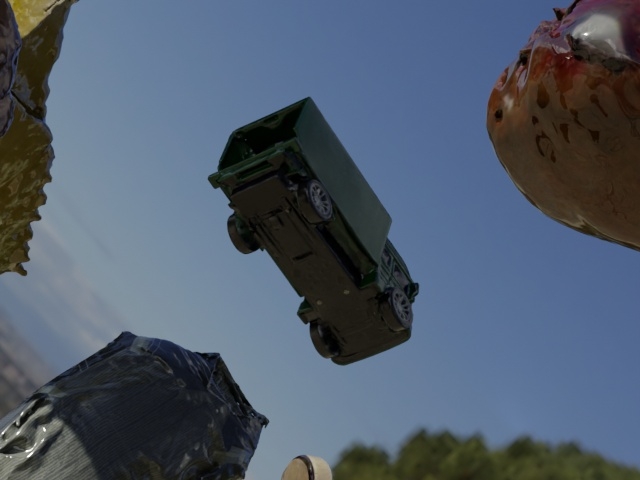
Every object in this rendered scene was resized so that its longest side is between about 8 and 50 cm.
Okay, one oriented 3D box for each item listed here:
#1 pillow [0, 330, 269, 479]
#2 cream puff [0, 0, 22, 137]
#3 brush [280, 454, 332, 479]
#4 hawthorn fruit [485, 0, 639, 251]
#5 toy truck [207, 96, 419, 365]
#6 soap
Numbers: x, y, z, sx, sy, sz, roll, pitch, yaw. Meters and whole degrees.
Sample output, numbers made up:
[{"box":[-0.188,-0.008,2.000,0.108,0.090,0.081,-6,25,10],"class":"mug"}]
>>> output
[{"box":[-0.181,0.185,1.431,0.093,0.335,0.161,-30,-85,50],"class":"pillow"},{"box":[-0.245,-0.120,0.782,0.241,0.268,0.155,18,-8,-19],"class":"cream puff"},{"box":[-0.020,0.333,1.388,0.065,0.327,0.070,14,-6,-23],"class":"brush"},{"box":[0.338,-0.122,1.896,0.308,0.308,0.324,107,-38,-81],"class":"hawthorn fruit"},{"box":[0.000,0.000,1.059,0.147,0.065,0.079,55,29,-22],"class":"toy truck"},{"box":[-0.339,-0.126,1.927,0.169,0.304,0.338,47,-6,25],"class":"soap"}]
